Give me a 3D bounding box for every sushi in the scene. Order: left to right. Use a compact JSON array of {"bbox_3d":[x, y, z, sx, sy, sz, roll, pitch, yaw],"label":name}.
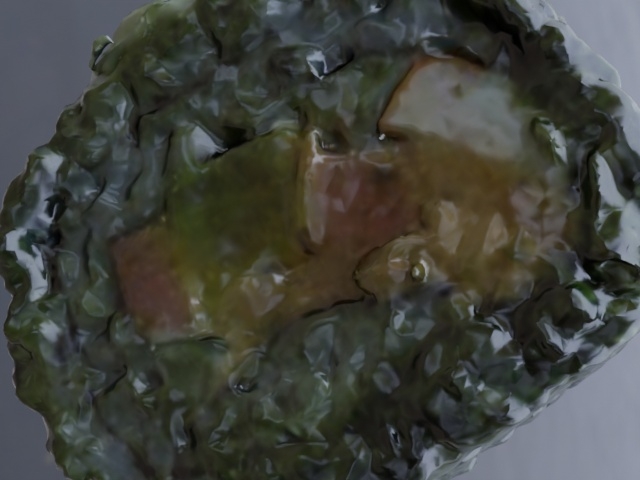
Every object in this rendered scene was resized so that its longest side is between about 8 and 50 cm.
[{"bbox_3d":[0.000,0.000,0.714,0.294,0.352,0.178,57,11,10],"label":"sushi"}]
